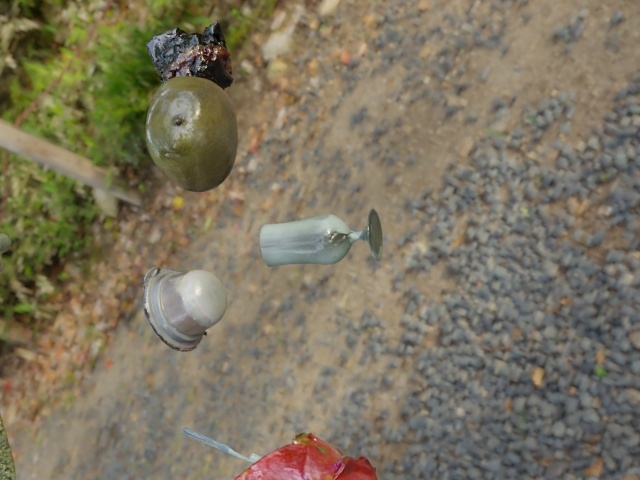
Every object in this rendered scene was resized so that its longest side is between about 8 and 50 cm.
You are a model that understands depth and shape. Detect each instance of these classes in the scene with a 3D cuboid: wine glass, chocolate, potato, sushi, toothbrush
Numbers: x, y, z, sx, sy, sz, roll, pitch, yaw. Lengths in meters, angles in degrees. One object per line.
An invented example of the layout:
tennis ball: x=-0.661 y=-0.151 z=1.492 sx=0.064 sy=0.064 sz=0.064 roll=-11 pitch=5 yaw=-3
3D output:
wine glass: x=0.000 y=0.000 z=2.169 sx=0.231 sy=0.103 sz=0.103 roll=-7 pitch=55 yaw=17
chocolate: x=-0.292 y=0.132 z=2.509 sx=0.147 sy=0.221 sz=0.221 roll=-32 pitch=40 yaw=30
potato: x=-0.204 y=-0.173 z=1.754 sx=0.159 sy=0.174 sz=0.251 roll=-33 pitch=-7 yaw=-1
sushi: x=-0.279 y=-0.381 z=2.467 sx=0.172 sy=0.153 sz=0.150 roll=-21 pitch=45 yaw=-2
toothbrush: x=-0.195 y=0.408 z=2.182 sx=0.219 sy=0.016 sz=0.019 roll=13 pitch=60 yaw=38

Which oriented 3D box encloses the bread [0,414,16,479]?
bread: x=-0.588 y=0.290 z=1.857 sx=0.207 sy=0.056 sz=0.287 roll=40 pitch=142 yaw=37

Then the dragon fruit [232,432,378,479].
dragon fruit: x=-0.008 y=0.487 z=1.586 sx=0.249 sy=0.386 sz=0.371 roll=19 pitch=81 yaw=38

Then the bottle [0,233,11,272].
bottle: x=-0.490 y=0.092 z=1.277 sx=0.352 sy=0.229 sz=0.229 roll=-55 pitch=27 yaw=8
